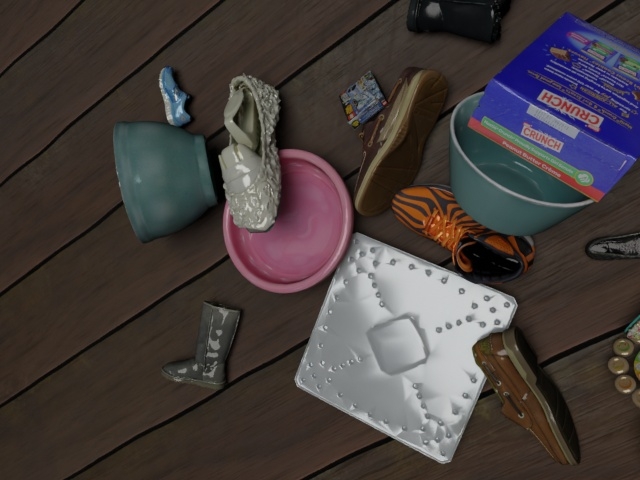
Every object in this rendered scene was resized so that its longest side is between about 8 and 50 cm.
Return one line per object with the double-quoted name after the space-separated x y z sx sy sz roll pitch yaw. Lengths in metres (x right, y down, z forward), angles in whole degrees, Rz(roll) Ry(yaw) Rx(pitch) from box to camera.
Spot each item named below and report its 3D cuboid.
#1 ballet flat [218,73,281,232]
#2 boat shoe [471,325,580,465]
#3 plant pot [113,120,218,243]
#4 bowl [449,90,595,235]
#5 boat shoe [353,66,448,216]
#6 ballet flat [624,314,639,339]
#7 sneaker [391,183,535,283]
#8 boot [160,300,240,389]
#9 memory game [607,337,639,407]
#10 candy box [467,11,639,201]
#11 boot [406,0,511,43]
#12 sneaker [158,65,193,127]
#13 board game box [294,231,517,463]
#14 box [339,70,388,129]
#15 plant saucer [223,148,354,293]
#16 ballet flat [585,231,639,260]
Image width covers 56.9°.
-0.171 -0.207 1.321 0.147 0.147 0.408 -15 57 20 "ballet flat"
0.414 0.317 1.188 0.104 0.111 0.307 -27 92 30 "boat shoe"
-0.355 -0.154 1.419 0.196 0.293 0.293 -11 86 -7 "plant pot"
0.375 -0.130 1.136 0.312 0.311 0.163 36 144 17 "bowl"
0.152 -0.220 1.303 0.123 0.123 0.341 38 111 47 "boat shoe"
0.673 0.104 1.096 0.077 0.091 0.241 42 103 31 "ballet flat"
0.274 -0.019 1.197 0.321 0.180 0.124 24 115 20 "sneaker"
-0.302 0.256 1.486 0.190 0.076 0.208 7 100 7 "boot"
0.640 0.235 1.104 0.186 0.012 0.186 -17 49 20 "memory game"
0.470 -0.252 1.066 0.268 0.317 0.122 37 145 17 "candy box"
0.304 -0.547 1.237 0.207 0.094 0.246 15 102 24 "boot"
-0.368 -0.373 1.527 0.073 0.063 0.162 -14 89 3 "sneaker"
0.179 0.229 1.314 0.390 0.050 0.389 23 98 20 "board game box"
0.094 -0.313 1.312 0.094 0.027 0.137 -35 35 19 "box"
-0.070 -0.043 1.379 0.332 0.084 0.332 -2 84 24 "plant saucer"
0.609 0.011 1.148 0.173 0.049 0.057 -12 87 21 "ballet flat"
